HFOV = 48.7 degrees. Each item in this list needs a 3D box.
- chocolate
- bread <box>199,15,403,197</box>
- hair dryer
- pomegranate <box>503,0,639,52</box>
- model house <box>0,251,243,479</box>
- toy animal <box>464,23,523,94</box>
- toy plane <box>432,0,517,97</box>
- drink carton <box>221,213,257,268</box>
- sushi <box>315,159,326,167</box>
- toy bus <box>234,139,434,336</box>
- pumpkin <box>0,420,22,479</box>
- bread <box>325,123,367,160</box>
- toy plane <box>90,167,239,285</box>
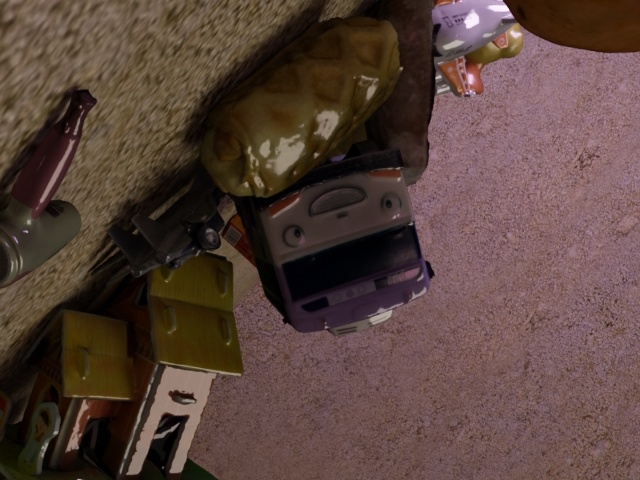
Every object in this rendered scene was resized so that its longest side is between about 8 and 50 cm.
[{"bbox_3d":[0.111,-0.232,1.062,0.185,0.100,0.303,145,-56,-81],"label":"chocolate"},{"bbox_3d":[-0.028,-0.155,0.832,0.268,0.130,0.152,-45,179,-27],"label":"bread"},{"bbox_3d":[-0.200,-0.042,0.525,0.154,0.054,0.106,-54,180,25],"label":"hair dryer"},{"bbox_3d":[0.408,-0.447,0.933,0.411,0.411,0.411,-48,178,-3],"label":"pomegranate"},{"bbox_3d":[-0.291,0.139,0.984,0.300,0.340,0.324,22,86,-48],"label":"model house"},{"bbox_3d":[0.371,-0.514,1.563,0.338,0.216,0.191,-52,150,16],"label":"toy animal"},{"bbox_3d":[0.238,-0.364,1.212,0.245,0.244,0.117,-48,-145,4],"label":"toy plane"},{"bbox_3d":[-0.088,0.023,1.463,0.096,0.223,0.071,-46,178,-37],"label":"drink carton"},{"bbox_3d":[0.058,-0.162,1.683,0.417,0.176,0.417,-48,178,-3],"label":"sushi"},{"bbox_3d":[0.000,0.000,1.082,0.209,0.249,0.440,-16,-177,-9],"label":"toy bus"},{"bbox_3d":[-0.440,0.426,1.015,0.327,0.291,0.257,-32,146,-38],"label":"pumpkin"},{"bbox_3d":[0.094,-0.247,1.355,0.270,0.148,0.270,-44,178,-2],"label":"bread"},{"bbox_3d":[-0.155,-0.036,0.900,0.212,0.088,0.267,-23,-165,31],"label":"toy plane"}]
